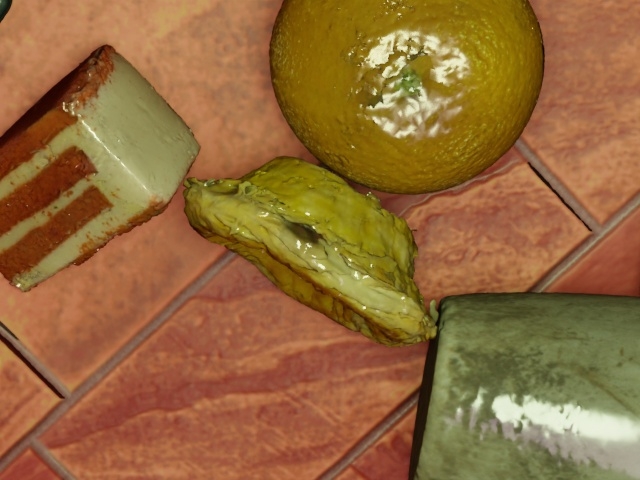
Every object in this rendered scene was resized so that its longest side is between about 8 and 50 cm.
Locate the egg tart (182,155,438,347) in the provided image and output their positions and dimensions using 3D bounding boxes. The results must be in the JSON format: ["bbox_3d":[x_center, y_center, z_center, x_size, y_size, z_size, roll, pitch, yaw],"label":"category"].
[{"bbox_3d":[0.000,0.000,1.743,0.295,0.295,0.116,31,85,-8],"label":"egg tart"}]

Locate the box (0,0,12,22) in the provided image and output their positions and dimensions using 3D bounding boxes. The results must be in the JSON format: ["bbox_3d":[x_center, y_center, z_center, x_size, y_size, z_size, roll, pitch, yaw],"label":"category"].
[{"bbox_3d":[-0.443,-0.255,1.784,0.230,0.050,0.160,36,98,-8],"label":"box"}]

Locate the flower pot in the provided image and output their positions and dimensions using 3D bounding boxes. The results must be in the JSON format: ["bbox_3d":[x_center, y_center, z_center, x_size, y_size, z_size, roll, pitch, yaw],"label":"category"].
[{"bbox_3d":[0.266,0.185,1.792,0.330,0.293,0.293,10,101,3],"label":"flower pot"}]

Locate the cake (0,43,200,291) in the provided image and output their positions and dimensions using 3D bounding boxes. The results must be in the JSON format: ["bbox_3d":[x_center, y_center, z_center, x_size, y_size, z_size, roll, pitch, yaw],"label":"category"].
[{"bbox_3d":[-0.261,-0.050,1.778,0.262,0.159,0.158,-42,103,8],"label":"cake"}]

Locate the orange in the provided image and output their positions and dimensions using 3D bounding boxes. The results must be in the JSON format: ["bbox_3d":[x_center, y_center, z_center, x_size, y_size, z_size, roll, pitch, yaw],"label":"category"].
[{"bbox_3d":[0.083,-0.173,1.706,0.274,0.274,0.274,0,102,-2],"label":"orange"}]
